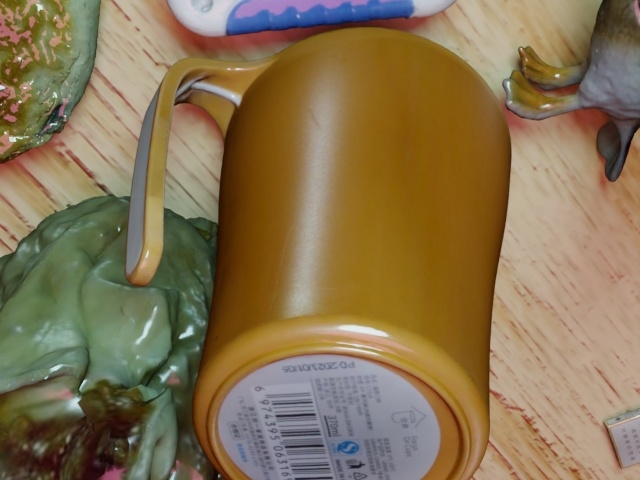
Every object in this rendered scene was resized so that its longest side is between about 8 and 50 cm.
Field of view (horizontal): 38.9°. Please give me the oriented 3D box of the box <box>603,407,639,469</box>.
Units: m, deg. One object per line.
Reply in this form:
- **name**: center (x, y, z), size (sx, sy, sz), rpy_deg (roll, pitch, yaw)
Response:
- **box**: center (0.265, 0.144, 0.697), size (0.083, 0.012, 0.046), rpy_deg (-22, 112, 6)

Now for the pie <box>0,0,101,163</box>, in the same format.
- **pie**: center (-0.248, -0.137, 0.521), size (0.241, 0.054, 0.240), rpy_deg (-2, 115, -4)

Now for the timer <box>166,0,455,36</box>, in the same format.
- **timer**: center (-0.011, -0.240, 0.478), size (0.179, 0.078, 0.253), rpy_deg (-7, 114, 0)

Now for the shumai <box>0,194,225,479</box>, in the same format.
- **shumai**: center (-0.142, 0.101, 0.513), size (0.189, 0.218, 0.255), rpy_deg (-12, 88, 15)

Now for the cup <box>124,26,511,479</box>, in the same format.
- **cup**: center (0.000, 0.000, 0.489), size (0.226, 0.264, 0.182), rpy_deg (27, 125, -13)

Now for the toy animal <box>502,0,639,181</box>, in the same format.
- **toy animal**: center (0.177, -0.109, 0.509), size (0.197, 0.272, 0.160), rpy_deg (37, 142, -22)
